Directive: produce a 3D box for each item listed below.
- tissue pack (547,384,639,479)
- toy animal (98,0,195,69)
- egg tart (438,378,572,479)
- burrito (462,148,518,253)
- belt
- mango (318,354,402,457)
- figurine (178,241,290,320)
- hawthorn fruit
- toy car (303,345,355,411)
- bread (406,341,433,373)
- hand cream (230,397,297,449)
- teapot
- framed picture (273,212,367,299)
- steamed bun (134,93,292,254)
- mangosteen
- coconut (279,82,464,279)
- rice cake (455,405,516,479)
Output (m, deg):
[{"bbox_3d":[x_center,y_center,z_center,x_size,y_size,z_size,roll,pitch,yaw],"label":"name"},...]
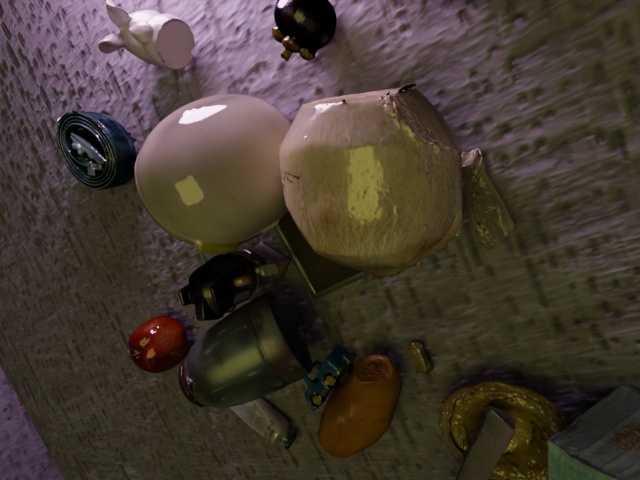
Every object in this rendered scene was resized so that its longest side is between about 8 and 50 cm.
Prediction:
[{"bbox_3d":[0.581,0.524,0.804,0.162,0.287,0.388,14,115,58],"label":"tissue pack"},{"bbox_3d":[-0.425,-0.502,1.027,0.193,0.178,0.127,22,112,16],"label":"toy animal"},{"bbox_3d":[0.420,0.426,0.953,0.288,0.118,0.288,8,111,22],"label":"egg tart"},{"bbox_3d":[0.338,-0.084,0.863,0.087,0.060,0.226,-21,97,34],"label":"burrito"},{"bbox_3d":[-0.676,-0.279,1.250,0.206,0.116,0.267,-42,89,26],"label":"belt"},{"bbox_3d":[0.105,0.434,1.072,0.359,0.187,0.144,-61,32,26],"label":"mango"},{"bbox_3d":[-0.226,0.100,1.064,0.308,0.308,0.143,-40,82,29],"label":"figurine"},{"bbox_3d":[-0.524,0.338,1.322,0.179,0.200,0.179,4,103,20],"label":"hawthorn fruit"},{"bbox_3d":[0.012,0.367,1.138,0.100,0.097,0.191,37,117,18],"label":"toy car"},{"bbox_3d":[0.248,0.292,1.040,0.049,0.034,0.088,-27,89,44],"label":"bread"},{"bbox_3d":[-0.220,0.534,1.325,0.336,0.076,0.121,31,111,21],"label":"hand cream"},{"bbox_3d":[-0.205,0.308,1.105,0.312,0.315,0.233,-28,79,2],"label":"teapot"},{"bbox_3d":[0.000,0.000,1.075,0.217,0.017,0.274,-26,94,29],"label":"framed picture"},{"bbox_3d":[-0.210,-0.152,0.926,0.334,0.374,0.334,45,157,25],"label":"steamed bun"},{"bbox_3d":[-0.040,-0.455,0.887,0.137,0.137,0.151,36,111,11],"label":"mangosteen"},{"bbox_3d":[0.105,-0.102,0.807,0.346,0.346,0.360,1,112,25],"label":"coconut"},{"bbox_3d":[0.347,0.507,0.923,0.073,0.056,0.365,21,116,27],"label":"rice cake"}]
